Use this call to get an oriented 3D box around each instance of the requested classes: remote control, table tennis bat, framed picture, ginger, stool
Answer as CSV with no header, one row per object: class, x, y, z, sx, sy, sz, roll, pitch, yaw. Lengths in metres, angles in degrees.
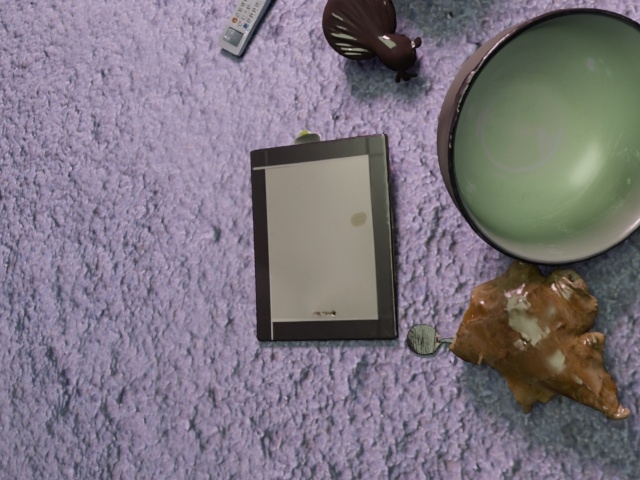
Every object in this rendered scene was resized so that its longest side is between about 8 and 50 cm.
remote control,-0.140,-0.440,1.481,0.061,0.029,0.162,34,98,28
table tennis bat,0.179,0.160,1.223,0.083,0.007,0.050,-2,78,25
framed picture,0.000,0.000,1.304,0.265,0.016,0.347,-5,85,23
ginger,0.332,0.151,1.097,0.270,0.123,0.219,32,106,18
stool,0.092,-0.365,1.314,0.217,0.121,0.125,36,113,-2

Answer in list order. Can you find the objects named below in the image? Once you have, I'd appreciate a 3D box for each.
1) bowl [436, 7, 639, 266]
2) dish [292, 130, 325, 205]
bowl,0.315,-0.155,1.096,0.354,0.354,0.185,-54,20,5
dish,-0.011,-0.126,1.350,0.091,0.039,0.137,-14,76,21
